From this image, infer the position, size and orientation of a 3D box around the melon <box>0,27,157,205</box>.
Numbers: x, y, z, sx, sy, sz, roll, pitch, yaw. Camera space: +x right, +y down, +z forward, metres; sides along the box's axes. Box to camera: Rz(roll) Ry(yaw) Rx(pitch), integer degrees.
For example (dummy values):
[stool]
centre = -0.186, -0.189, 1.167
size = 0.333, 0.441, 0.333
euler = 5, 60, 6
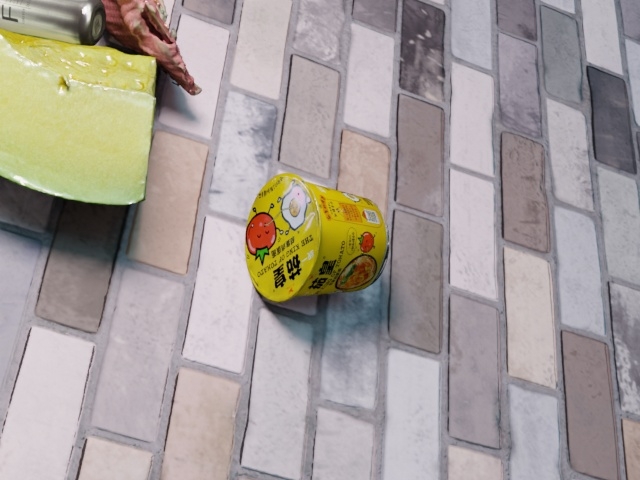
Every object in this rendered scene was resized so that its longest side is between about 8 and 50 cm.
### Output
[melon]
centre = -0.388, -0.204, 1.629
size = 0.344, 0.226, 0.331
euler = 10, 48, -10

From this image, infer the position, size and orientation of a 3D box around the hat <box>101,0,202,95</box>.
[hat]
centre = -0.282, -0.353, 1.818
size = 0.107, 0.236, 0.286
euler = -36, 42, -12

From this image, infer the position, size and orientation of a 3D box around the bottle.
[bottle]
centre = -0.438, -0.346, 1.746
size = 0.254, 0.079, 0.096
euler = 12, 90, 11

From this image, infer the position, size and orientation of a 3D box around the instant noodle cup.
[instant noodle cup]
centre = 0.000, 0.000, 1.712
size = 0.144, 0.182, 0.182
euler = 4, 53, -37
